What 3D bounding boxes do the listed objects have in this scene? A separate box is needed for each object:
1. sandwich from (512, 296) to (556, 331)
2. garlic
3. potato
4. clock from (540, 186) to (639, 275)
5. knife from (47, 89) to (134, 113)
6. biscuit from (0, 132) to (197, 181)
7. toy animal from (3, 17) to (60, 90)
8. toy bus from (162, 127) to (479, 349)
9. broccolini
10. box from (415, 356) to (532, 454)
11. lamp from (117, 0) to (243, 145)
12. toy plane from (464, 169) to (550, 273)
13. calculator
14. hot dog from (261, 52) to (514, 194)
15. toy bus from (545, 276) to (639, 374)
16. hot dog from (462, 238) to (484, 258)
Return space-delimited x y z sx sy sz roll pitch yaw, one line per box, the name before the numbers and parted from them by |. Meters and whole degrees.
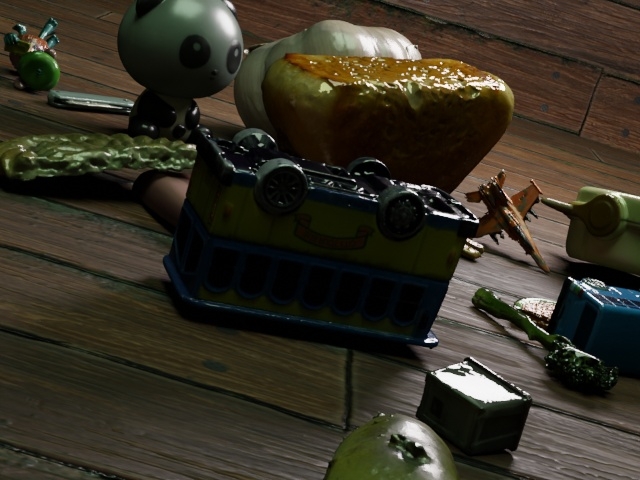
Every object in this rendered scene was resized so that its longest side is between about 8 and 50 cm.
sandwich | 0.279 0.096 1.535 0.069 0.026 0.101 30 22 28
garlic | 0.018 -0.252 2.067 0.322 0.241 0.322 -12 12 3
potato | 0.056 0.174 0.884 0.105 0.085 0.188 20 10 2
clock | 0.512 0.004 1.874 0.349 0.117 0.286 16 3 22
knife | -0.363 -0.220 1.954 0.162 0.023 0.044 1 20 -47
biscuit | -0.295 -0.110 1.532 0.274 0.036 0.187 -7 15 -37
toy animal | -0.478 -0.313 2.017 0.103 0.100 0.208 53 12 -29
toy bus | 0.000 0.000 1.268 0.288 0.175 0.138 12 15 -21
broccolini | 0.248 0.118 1.429 0.058 0.071 0.254 -34 27 -15
box | 0.136 0.151 1.106 0.063 0.060 0.085 -3 26 -42
lamp | -0.218 -0.265 1.854 0.198 0.243 0.197 12 12 -3
toy plane | 0.296 -0.020 1.863 0.188 0.135 0.062 57 4 18
calculator | -0.082 -0.021 1.502 0.220 0.048 0.330 6 18 -40
hot dog | 0.097 -0.158 1.863 0.405 0.223 0.185 -4 23 -31
toy bus | 0.376 0.110 1.468 0.185 0.090 0.106 9 16 -23
hot dog | 0.197 0.006 1.776 0.083 0.021 0.037 28 38 25
